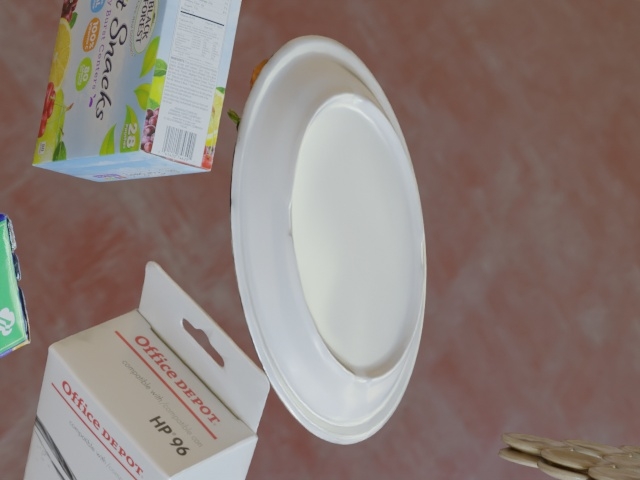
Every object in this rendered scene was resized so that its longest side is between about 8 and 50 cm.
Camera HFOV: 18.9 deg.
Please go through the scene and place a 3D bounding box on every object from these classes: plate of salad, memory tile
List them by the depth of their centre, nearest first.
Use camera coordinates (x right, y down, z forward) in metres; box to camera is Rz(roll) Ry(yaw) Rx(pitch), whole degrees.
[{"bbox_3d":[0.165,0.117,0.930,0.113,0.148,0.012,9,94,-29],"label":"memory tile"},{"bbox_3d":[0.000,0.000,0.943,0.200,0.048,0.200,20,68,-60],"label":"plate of salad"}]

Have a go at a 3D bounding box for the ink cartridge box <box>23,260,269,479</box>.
[{"bbox_3d":[-0.044,0.052,0.457,0.028,0.083,0.048,-23,54,-38],"label":"ink cartridge box"}]

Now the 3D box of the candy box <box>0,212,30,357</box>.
[{"bbox_3d":[-0.427,0.061,1.452,0.317,0.268,0.122,-33,126,-47],"label":"candy box"}]

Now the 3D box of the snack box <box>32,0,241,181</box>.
[{"bbox_3d":[-0.135,-0.154,1.464,0.070,0.174,0.207,14,81,-34],"label":"snack box"}]
